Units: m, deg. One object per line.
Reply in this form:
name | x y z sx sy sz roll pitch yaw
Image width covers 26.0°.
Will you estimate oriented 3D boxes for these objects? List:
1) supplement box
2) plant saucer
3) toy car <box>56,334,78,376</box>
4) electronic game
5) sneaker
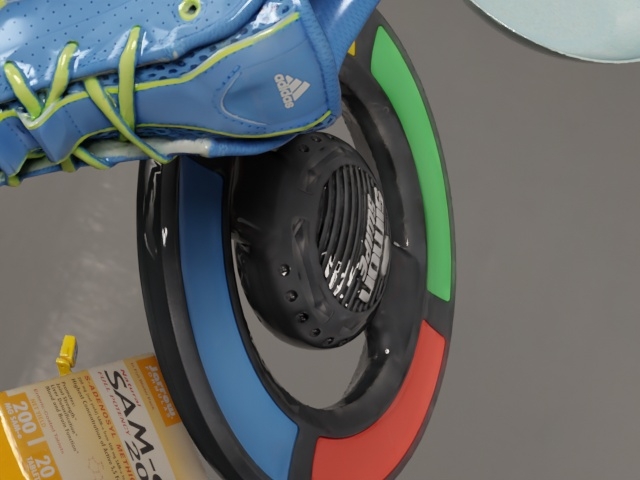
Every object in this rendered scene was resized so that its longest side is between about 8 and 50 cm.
supplement box | -0.091 0.083 0.528 0.098 0.036 0.062 -12 75 -62
plant saucer | 0.147 -0.177 0.920 0.195 0.195 0.037 -41 166 -43
toy car | -0.152 0.109 1.060 0.122 0.060 0.040 66 22 -46
electronic game | 0.000 0.000 0.575 0.229 0.048 0.229 12 75 -58
sneaker | -0.072 -0.055 0.355 0.240 0.126 0.091 -40 138 -20
